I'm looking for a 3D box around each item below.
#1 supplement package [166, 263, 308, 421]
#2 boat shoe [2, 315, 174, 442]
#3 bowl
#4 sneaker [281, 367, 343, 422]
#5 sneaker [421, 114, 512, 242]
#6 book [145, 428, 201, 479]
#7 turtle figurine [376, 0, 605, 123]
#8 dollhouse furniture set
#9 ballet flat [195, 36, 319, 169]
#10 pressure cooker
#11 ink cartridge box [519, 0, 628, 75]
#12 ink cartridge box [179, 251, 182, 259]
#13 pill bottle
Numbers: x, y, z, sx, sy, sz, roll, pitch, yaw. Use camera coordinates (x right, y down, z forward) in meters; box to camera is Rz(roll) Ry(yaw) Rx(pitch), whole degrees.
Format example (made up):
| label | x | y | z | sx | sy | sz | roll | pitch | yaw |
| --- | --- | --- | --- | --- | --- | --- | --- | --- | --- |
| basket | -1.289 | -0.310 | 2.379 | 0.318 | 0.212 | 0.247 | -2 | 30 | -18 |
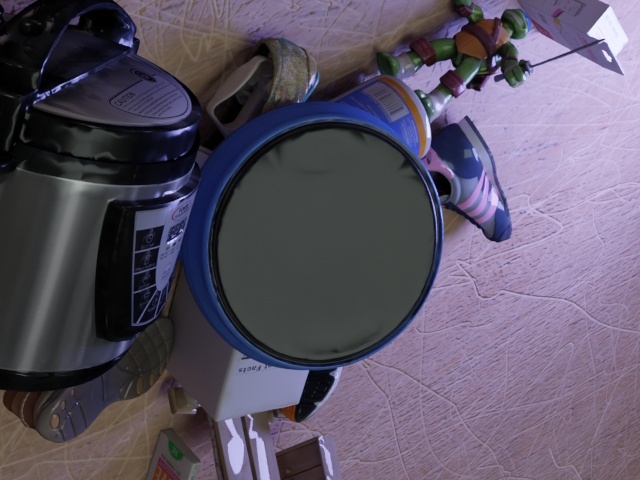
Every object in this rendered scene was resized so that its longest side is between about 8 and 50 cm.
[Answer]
| label | x | y | z | sx | sy | sz | roll | pitch | yaw |
| --- | --- | --- | --- | --- | --- | --- | --- | --- | --- |
| supplement package | -0.110 | 0.104 | 1.954 | 0.175 | 0.177 | 0.292 | -6 | 124 | -41 |
| boat shoe | -0.335 | 0.181 | 1.842 | 0.324 | 0.116 | 0.123 | -29 | 130 | -57 |
| bowl | 0.000 | 0.000 | 1.774 | 0.391 | 0.077 | 0.391 | -5 | 102 | -22 |
| sneaker | 0.021 | 0.207 | 2.207 | 0.262 | 0.099 | 0.121 | -62 | 152 | -10 |
| sneaker | 0.253 | -0.089 | 2.247 | 0.131 | 0.112 | 0.319 | -29 | 137 | -1 |
| book | -0.251 | 0.405 | 2.120 | 0.035 | 0.096 | 0.144 | -5 | 123 | -42 |
| turtle figurine | 0.238 | -0.320 | 1.958 | 0.266 | 0.275 | 0.197 | -35 | 105 | -14 |
| dollhouse furniture set | -0.141 | 0.422 | 2.150 | 0.174 | 0.303 | 0.356 | -28 | 154 | 35 |
| ballet flat | -0.134 | -0.140 | 1.795 | 0.348 | 0.123 | 0.123 | -57 | 142 | 2 |
| pressure cooker | -0.336 | -0.084 | 1.426 | 0.376 | 0.370 | 0.420 | 5 | 115 | -36 |
| ink cartridge box | 0.444 | -0.366 | 2.120 | 0.067 | 0.198 | 0.115 | -51 | 143 | 0 |
| ink cartridge box | -0.285 | 0.002 | 1.755 | 0.181 | 0.104 | 0.061 | -23 | 134 | -32 |
| pill bottle | 0.023 | -0.136 | 1.918 | 0.272 | 0.152 | 0.152 | -30 | 137 | -25 |
